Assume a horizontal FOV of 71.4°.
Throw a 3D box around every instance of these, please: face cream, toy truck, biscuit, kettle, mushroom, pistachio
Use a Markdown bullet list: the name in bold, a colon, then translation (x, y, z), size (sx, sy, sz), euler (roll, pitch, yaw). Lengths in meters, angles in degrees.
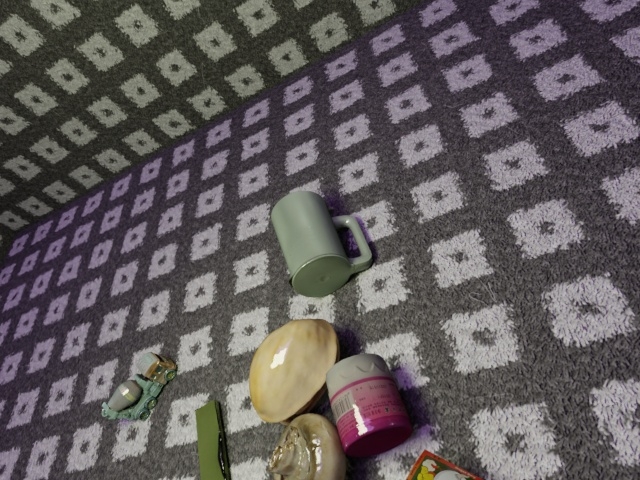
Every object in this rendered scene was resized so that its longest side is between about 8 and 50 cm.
- **face cream**: translation (0.114, 0.406, 1.104), size (0.175, 0.175, 0.195), euler (-31, 48, 13)
- **toy truck**: translation (-0.644, 0.522, 1.581), size (0.108, 0.140, 0.257), euler (22, 73, 43)
- **biscuit**: translation (-0.323, 0.642, 1.340), size (0.099, 0.038, 0.323), euler (-36, 46, 13)
- **kettle**: translation (-0.010, 0.011, 1.495), size (0.205, 0.264, 0.318), euler (-59, 36, 32)
- **mushroom**: translation (-0.038, 0.544, 1.098), size (0.226, 0.178, 0.227), euler (-33, 40, 33)
- **pistachio**: translation (-0.070, 0.356, 1.243), size (0.229, 0.230, 0.309), euler (16, 74, 41)

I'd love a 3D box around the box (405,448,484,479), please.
- **box**: translation (0.260, 0.559, 0.877), size (0.194, 0.148, 0.177), euler (13, 46, 40)
